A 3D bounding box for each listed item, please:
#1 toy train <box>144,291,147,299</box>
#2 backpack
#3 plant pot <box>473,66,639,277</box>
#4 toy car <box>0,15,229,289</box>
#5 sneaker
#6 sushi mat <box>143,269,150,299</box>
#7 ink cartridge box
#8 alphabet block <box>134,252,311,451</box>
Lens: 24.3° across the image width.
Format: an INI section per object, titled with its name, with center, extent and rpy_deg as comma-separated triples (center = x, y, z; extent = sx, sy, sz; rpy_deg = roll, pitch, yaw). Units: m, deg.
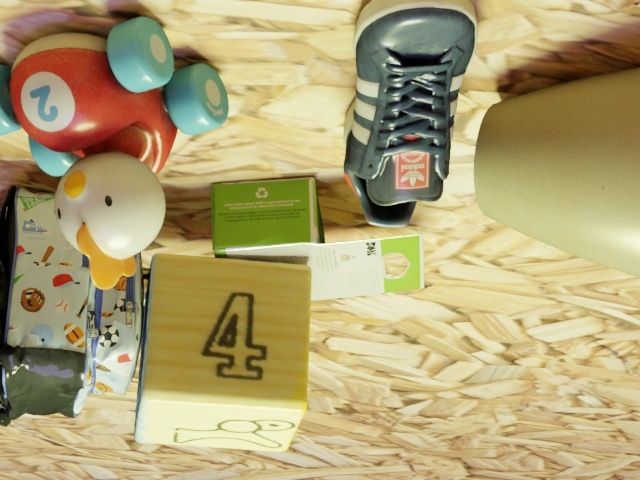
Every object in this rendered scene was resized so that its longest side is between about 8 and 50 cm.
[toy train]
center = -0.161, 0.098, 2.082
extent = 0.184, 0.080, 0.105
rpy_deg = -4, 161, -24
[backpack]
center = -0.316, 0.070, 1.799
extent = 0.213, 0.263, 0.276
rpy_deg = -1, 161, -17
[plant pot]
center = 0.315, -0.076, 1.602
extent = 0.274, 0.256, 0.256
rpy_deg = 5, 161, 24
[toy car]
center = -0.228, -0.071, 1.516
extent = 0.219, 0.238, 0.210
rpy_deg = -14, 154, 24
[sneaker]
center = 0.094, -0.125, 1.541
extent = 0.131, 0.148, 0.350
rpy_deg = -1, 156, -3
[sushi mat]
center = -0.366, 0.091, 2.136
extent = 0.151, 0.019, 0.316
rpy_deg = 19, 148, -38
[ink cartridge box]
center = 0.000, 0.000, 1.878
extent = 0.255, 0.097, 0.189
rpy_deg = -5, 156, 2
[alphabet block]
center = -0.122, 0.142, 1.830
extent = 0.197, 0.193, 0.192
rpy_deg = 5, 157, -8
